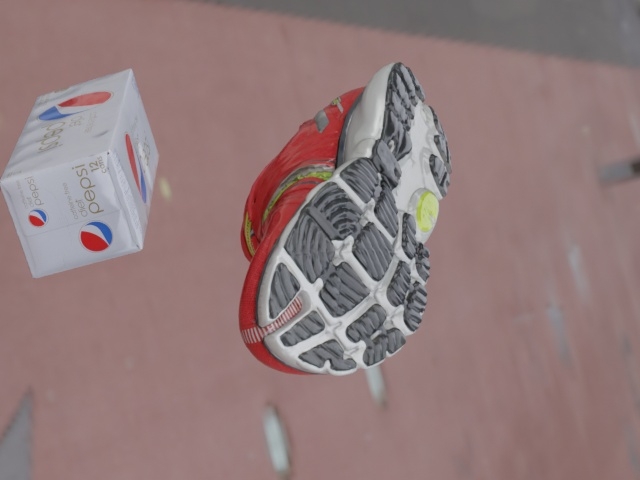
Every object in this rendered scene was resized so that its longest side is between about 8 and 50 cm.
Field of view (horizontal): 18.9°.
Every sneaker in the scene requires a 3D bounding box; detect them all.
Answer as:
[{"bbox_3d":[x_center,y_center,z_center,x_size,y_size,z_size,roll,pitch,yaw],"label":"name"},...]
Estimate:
[{"bbox_3d":[0.000,0.000,1.153,0.107,0.118,0.279,57,30,-19],"label":"sneaker"}]

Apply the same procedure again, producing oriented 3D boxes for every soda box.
[{"bbox_3d":[-0.154,-0.049,1.261,0.216,0.074,0.069,-95,169,-72],"label":"soda box"}]
